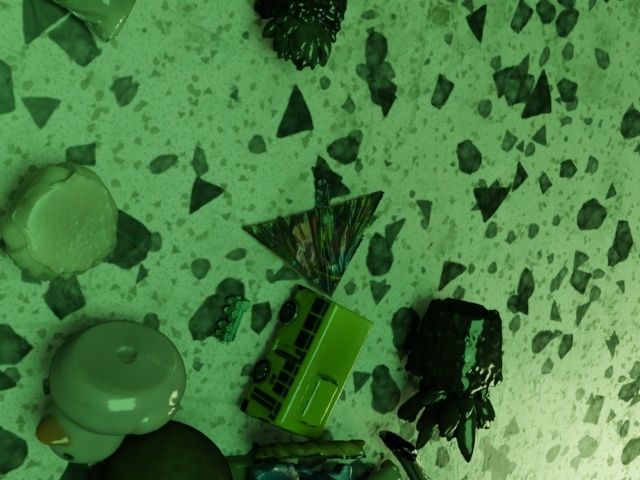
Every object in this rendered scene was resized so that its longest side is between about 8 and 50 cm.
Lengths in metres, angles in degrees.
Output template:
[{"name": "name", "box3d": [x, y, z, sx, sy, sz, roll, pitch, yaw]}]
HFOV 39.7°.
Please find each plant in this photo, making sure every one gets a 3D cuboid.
[{"name": "plant", "box3d": [0.282, 0.289, 1.857, 0.194, 0.181, 0.321, 1, 104, -41]}, {"name": "plant", "box3d": [-0.029, -0.388, 1.480, 0.132, 0.129, 0.195, 17, 90, -35]}]

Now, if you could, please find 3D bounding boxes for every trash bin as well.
[{"name": "trash bin", "box3d": [-0.175, 0.438, 1.661, 0.092, 0.043, 0.061, 4, 100, -39]}]

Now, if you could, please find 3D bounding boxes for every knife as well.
[{"name": "knife", "box3d": [0.215, 0.519, 1.921, 0.043, 0.089, 0.365, -42, 129, -16]}]

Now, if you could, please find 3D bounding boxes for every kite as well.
[{"name": "kite", "box3d": [0.000, 0.000, 1.675, 0.321, 0.016, 0.234, -16, 110, -31]}]

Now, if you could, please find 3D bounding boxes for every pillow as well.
[{"name": "pillow", "box3d": [-0.361, -0.400, 1.289, 0.229, 0.051, 0.128, 34, 85, -38]}]

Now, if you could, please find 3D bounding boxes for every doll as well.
[{"name": "doll", "box3d": [-0.338, 0.254, 1.419, 0.251, 0.221, 0.221, -26, 117, -45]}]

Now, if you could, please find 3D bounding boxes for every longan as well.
[{"name": "longan", "box3d": [-0.264, 0.422, 1.494, 0.245, 0.215, 0.246, 7, 74, -25]}]

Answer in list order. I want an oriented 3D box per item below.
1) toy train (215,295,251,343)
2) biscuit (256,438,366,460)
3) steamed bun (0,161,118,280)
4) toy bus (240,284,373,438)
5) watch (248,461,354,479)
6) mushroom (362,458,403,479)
[{"name": "toy train", "box3d": [-0.158, 0.143, 1.599, 0.045, 0.029, 0.092, 12, 100, -53]}, {"name": "biscuit", "box3d": [-0.027, 0.390, 1.644, 0.187, 0.273, 0.036, 1, 76, -15]}, {"name": "steamed bun", "box3d": [-0.394, -0.028, 1.337, 0.182, 0.106, 0.183, -13, 112, -35]}, {"name": "toy bus", "box3d": [-0.024, 0.232, 1.641, 0.128, 0.150, 0.262, 30, 83, -38]}, {"name": "watch", "box3d": [0.016, 0.519, 1.636, 0.305, 0.274, 0.241, 46, 69, -25]}, {"name": "mushroom", "box3d": [0.059, 0.611, 1.842, 0.351, 0.097, 0.109, -54, 128, -14]}]
